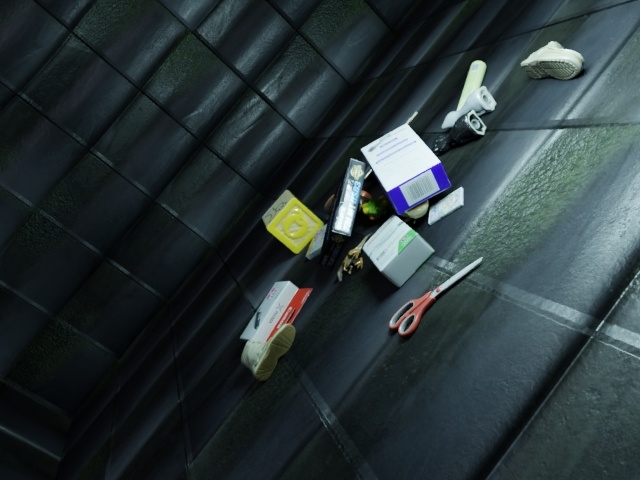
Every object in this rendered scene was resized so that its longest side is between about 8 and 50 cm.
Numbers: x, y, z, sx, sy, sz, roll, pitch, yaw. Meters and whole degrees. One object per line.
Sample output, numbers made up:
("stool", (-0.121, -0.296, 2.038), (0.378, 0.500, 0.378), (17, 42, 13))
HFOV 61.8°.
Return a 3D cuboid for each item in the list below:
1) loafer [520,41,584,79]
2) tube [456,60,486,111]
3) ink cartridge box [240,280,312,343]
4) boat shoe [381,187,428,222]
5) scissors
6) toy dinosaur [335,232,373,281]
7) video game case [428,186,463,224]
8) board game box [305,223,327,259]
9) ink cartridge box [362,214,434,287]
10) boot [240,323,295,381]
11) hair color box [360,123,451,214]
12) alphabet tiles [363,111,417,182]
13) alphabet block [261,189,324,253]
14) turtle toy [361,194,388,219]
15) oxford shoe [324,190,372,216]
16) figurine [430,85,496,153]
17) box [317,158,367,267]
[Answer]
("loafer", (0.703, -0.549, 1.609), (0.092, 0.102, 0.268), (-53, 19, 8))
("tube", (0.571, -0.576, 2.017), (0.070, 0.062, 0.240), (79, -150, -57))
("ink cartridge box", (-0.171, 0.279, 2.029), (0.275, 0.060, 0.239), (-58, 20, -22))
("boat shoe", (0.290, -0.127, 1.770), (0.104, 0.089, 0.285), (-27, 24, 1))
("scissors", (0.288, 0.133, 1.369), (0.297, 0.021, 0.109), (-48, 18, 7))
("toy dinosaur", (0.116, 0.046, 1.833), (0.211, 0.064, 0.112), (-51, 19, -5))
("video game case", (0.380, -0.104, 1.620), (0.122, 0.011, 0.087), (-35, 24, 35))
("board game box", (0.000, 0.000, 2.215), (0.103, 0.026, 0.154), (-32, 26, 39))
("ink cartridge box", (0.227, 0.026, 1.596), (0.153, 0.087, 0.208), (-47, 21, 7))
("boot", (-0.187, 0.366, 1.853), (0.213, 0.077, 0.165), (-57, 29, -10))
("hair color box", (0.269, -0.241, 1.742), (0.185, 0.110, 0.339), (-29, 34, 7))
("alphabet tiles", (0.271, -0.361, 2.161), (0.342, 0.011, 0.285), (-52, -3, -7))
("alphabet block", (-0.129, -0.086, 2.402), (0.192, 0.193, 0.197), (-49, 20, 5))
("turtle toy", (0.200, -0.117, 1.942), (0.095, 0.066, 0.130), (-22, 21, 6))
("oxford shoe", (0.091, -0.130, 2.164), (0.271, 0.097, 0.098), (-16, 44, 57))
("figurine", (0.484, -0.409, 1.856), (0.209, 0.092, 0.215), (-27, 28, 55))
("box", (0.074, -0.090, 1.897), (0.293, 0.073, 0.295), (111, 173, -65))
